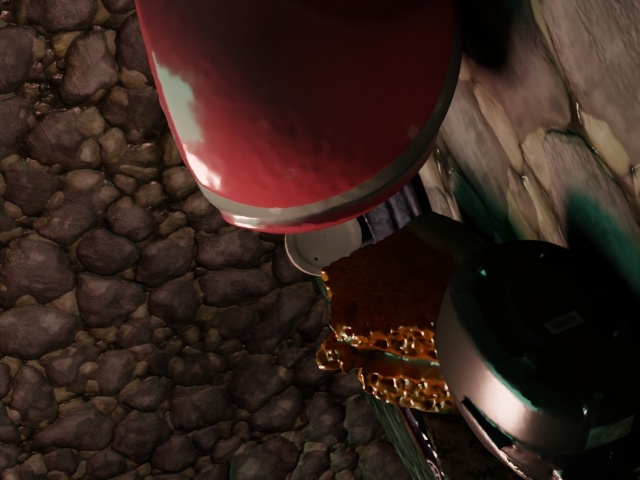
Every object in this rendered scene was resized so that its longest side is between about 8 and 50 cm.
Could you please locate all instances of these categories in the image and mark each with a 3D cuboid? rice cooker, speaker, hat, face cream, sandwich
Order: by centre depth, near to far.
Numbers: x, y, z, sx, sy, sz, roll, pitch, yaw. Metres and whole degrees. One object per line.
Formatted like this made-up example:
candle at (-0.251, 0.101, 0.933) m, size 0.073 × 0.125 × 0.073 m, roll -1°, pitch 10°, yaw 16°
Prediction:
rice cooker at (0.166, 0.089, 0.810) m, size 0.203 × 0.142 × 0.118 m, roll 56°, pitch 159°, yaw 38°
speaker at (-0.025, -0.150, 0.848) m, size 0.294 × 0.294 × 0.294 m, roll 63°, pitch 175°, yaw 10°
hat at (0.213, 0.225, 1.079) m, size 0.265 × 0.128 × 0.265 m, roll 57°, pitch -170°, yaw -16°
sandwich at (0.104, 0.068, 1.098) m, size 0.292 × 0.212 × 0.109 m, roll -83°, pitch -10°, yaw -64°
face cream at (0.000, 0.000, 1.485) m, size 0.095 × 0.096 × 0.214 m, roll 64°, pitch 177°, yaw 1°

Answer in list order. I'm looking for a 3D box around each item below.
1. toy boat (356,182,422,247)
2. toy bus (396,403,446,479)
toy boat at (0.091, -0.016, 1.429) m, size 0.283 × 0.078 × 0.127 m, roll 74°, pitch 172°, yaw -70°
toy bus at (0.168, 0.210, 1.504) m, size 0.302 × 0.128 × 0.147 m, roll 61°, pitch 180°, yaw 15°
